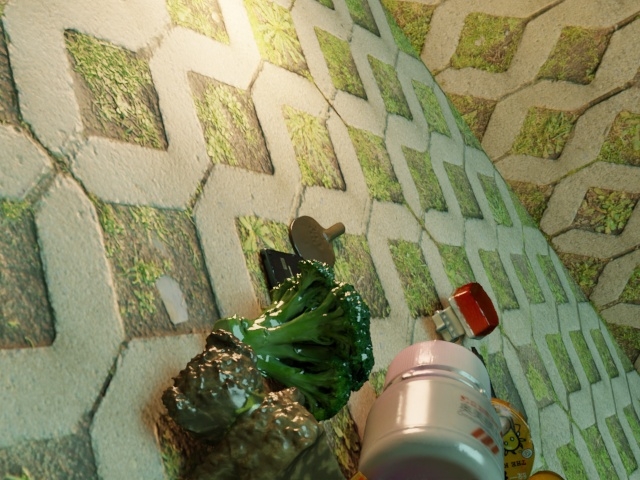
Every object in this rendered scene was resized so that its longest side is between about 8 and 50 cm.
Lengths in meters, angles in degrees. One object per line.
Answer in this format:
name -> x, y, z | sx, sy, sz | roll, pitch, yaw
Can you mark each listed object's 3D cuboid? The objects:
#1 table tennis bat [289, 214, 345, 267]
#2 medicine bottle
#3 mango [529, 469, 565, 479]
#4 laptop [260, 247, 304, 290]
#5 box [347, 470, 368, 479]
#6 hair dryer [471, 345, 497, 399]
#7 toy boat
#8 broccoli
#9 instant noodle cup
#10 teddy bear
table tennis bat -> 0.000, 0.000, 1.856 | 0.131, 0.022, 0.234 | 61, 28, 0
medicine bottle -> 0.209, 0.361, 1.607 | 0.256, 0.256, 0.325 | 53, 25, -17
mango -> 0.558, 0.648, 2.107 | 0.254, 0.139, 0.175 | 16, 58, -65
laptop -> -0.041, 0.116, 1.652 | 0.154, 0.026, 0.207 | 14, 52, -56
box -> 0.099, 0.498, 1.391 | 0.240, 0.074, 0.153 | 43, 26, 13
hair dryer -> 0.436, 0.381, 2.239 | 0.128, 0.070, 0.255 | 41, 28, -38
toy boat -> 0.371, 0.194, 2.241 | 0.145, 0.133, 0.332 | 61, 14, 9
broccoli -> -0.050, 0.153, 1.427 | 0.269, 0.269, 0.254 | -9, 109, -63
instant noodle cup -> 0.363, 0.438, 1.893 | 0.216, 0.216, 0.172 | 65, 17, 7
teddy bear -> -0.100, 0.305, 1.243 | 0.246, 0.222, 0.296 | -40, 136, -34
